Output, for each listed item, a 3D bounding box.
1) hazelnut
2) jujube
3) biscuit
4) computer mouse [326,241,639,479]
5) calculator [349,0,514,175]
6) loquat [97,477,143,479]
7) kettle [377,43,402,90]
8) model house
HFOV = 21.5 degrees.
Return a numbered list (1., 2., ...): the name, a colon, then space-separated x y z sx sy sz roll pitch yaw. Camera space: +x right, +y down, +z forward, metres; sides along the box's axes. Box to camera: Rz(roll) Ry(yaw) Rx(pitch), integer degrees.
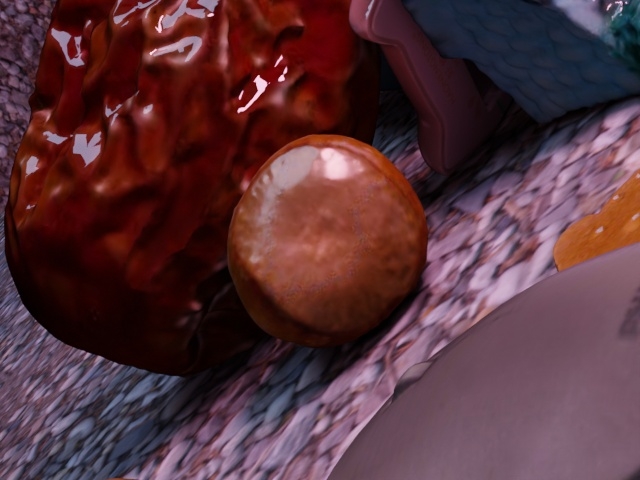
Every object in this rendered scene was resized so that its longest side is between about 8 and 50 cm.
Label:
1. hazelnut: 0.000 0.000 1.190 0.150 0.150 0.150 -40 15 13
2. jujube: -0.099 -0.086 1.324 0.276 0.276 0.377 -98 33 -73
3. biscuit: 0.175 -0.002 0.951 0.140 0.023 0.118 -50 16 -24
4. computer mouse: 0.111 0.067 0.795 0.331 0.095 0.197 -24 19 52
5. calculator: 0.138 -0.224 1.320 0.048 0.220 0.330 15 59 41
6. loquat: -0.095 0.198 0.745 0.213 0.213 0.213 -40 15 13
7. kettle: 0.036 -0.225 1.560 0.319 0.247 0.342 -49 6 -20
8. model house: 0.177 -0.265 1.181 0.261 0.241 0.226 -61 17 -21
